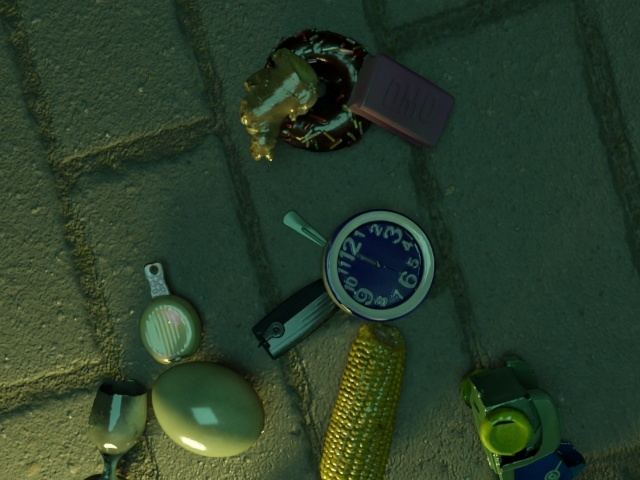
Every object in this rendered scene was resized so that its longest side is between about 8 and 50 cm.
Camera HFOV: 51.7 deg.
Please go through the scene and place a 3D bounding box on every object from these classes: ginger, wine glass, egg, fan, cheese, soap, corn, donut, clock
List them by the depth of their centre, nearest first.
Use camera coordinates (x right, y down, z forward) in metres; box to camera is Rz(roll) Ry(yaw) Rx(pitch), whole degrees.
[{"bbox_3d":[-0.096,-0.269,1.304,0.137,0.074,0.213,39,103,5],"label":"ginger"},{"bbox_3d":[0.162,-0.278,1.324,0.203,0.065,0.122,21,89,-29],"label":"soap"},{"bbox_3d":[0.119,0.052,1.368,0.231,0.083,0.230,0,87,-7],"label":"clock"},{"bbox_3d":[-0.004,-0.312,1.375,0.270,0.103,0.269,0,93,8],"label":"donut"},{"bbox_3d":[0.092,0.370,1.387,0.144,0.144,0.387,13,97,5],"label":"corn"},{"bbox_3d":[-0.237,0.353,1.397,0.253,0.186,0.186,26,96,1],"label":"egg"},{"bbox_3d":[0.000,0.000,1.436,0.193,0.016,0.038,36,94,3],"label":"fan"},{"bbox_3d":[-0.453,0.437,1.459,0.127,0.126,0.241,11,94,5],"label":"wine glass"},{"bbox_3d":[-0.342,0.156,1.459,0.137,0.064,0.227,-15,93,3],"label":"cheese"}]

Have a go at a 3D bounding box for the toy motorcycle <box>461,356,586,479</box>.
[{"bbox_3d":[0.423,0.414,1.347,0.200,0.191,0.326,-19,106,3],"label":"toy motorcycle"}]

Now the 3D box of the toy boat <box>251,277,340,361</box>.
[{"bbox_3d":[-0.035,0.157,1.421,0.246,0.103,0.093,-38,75,-6],"label":"toy boat"}]
